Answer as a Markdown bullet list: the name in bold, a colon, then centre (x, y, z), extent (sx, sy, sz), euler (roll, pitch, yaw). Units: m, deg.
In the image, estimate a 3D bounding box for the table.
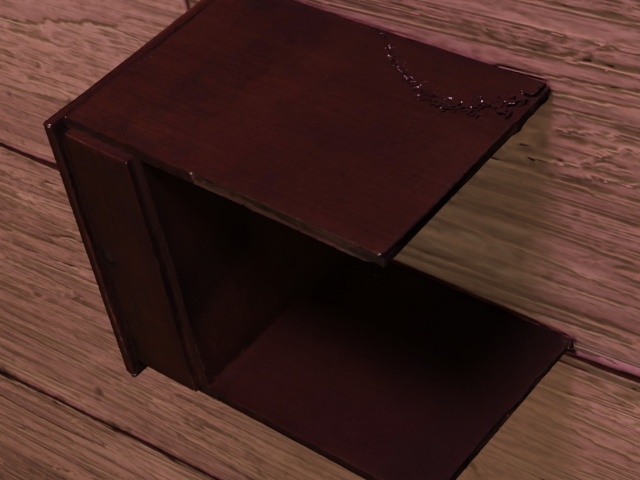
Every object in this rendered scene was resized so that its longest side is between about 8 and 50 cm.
- **table**: centre (0.000, 0.000, 1.211), extent (0.282, 0.196, 0.250), euler (24, 142, 33)
